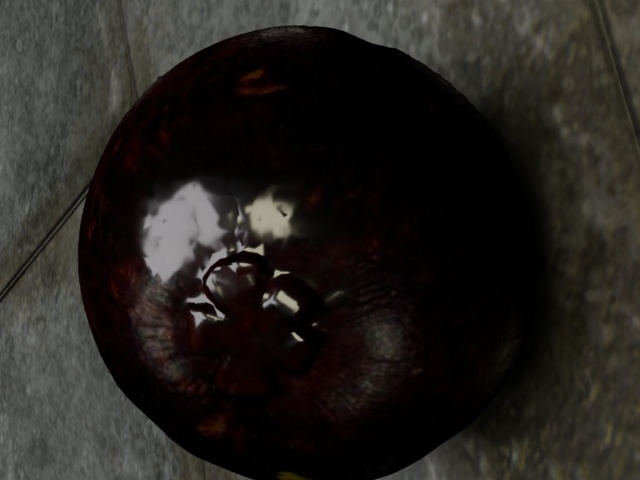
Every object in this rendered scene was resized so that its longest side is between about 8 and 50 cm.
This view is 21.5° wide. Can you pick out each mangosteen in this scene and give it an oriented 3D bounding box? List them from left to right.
[{"bbox_3d":[0.000,0.000,0.842,0.265,0.228,0.228,-54,-20,-66],"label":"mangosteen"}]
